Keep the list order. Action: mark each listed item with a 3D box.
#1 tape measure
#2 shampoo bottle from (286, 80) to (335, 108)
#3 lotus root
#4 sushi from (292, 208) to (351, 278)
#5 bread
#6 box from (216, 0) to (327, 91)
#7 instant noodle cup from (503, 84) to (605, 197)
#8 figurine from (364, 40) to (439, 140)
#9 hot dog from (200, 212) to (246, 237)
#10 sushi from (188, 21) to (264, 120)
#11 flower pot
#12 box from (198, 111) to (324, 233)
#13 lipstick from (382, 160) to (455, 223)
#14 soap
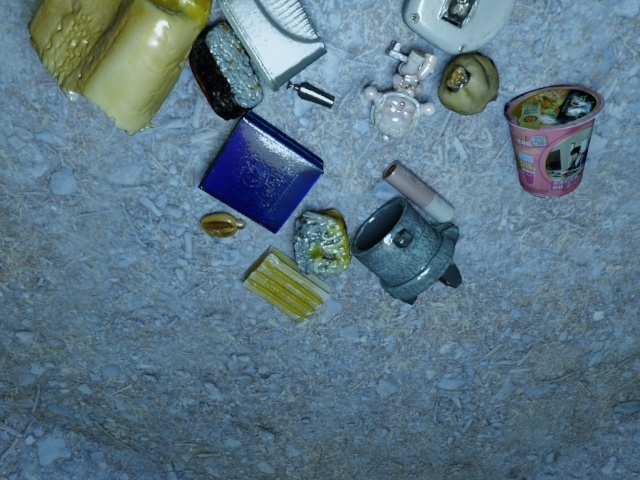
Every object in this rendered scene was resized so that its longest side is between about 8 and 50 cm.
[{"bbox_3d":[0.350,-0.597,1.046,0.258,0.130,0.265,14,121,-12],"label":"tape measure"},{"bbox_3d":[-0.027,-0.412,1.212,0.137,0.027,0.048,20,117,-12],"label":"shampoo bottle"},{"bbox_3d":[0.385,-0.410,1.126,0.140,0.256,0.155,38,114,23],"label":"lotus root"},{"bbox_3d":[0.000,0.000,1.400,0.184,0.139,0.274,-8,118,1],"label":"sushi"},{"bbox_3d":[-0.425,-0.495,1.005,0.394,0.250,0.361,-44,79,20],"label":"bread"},{"bbox_3d":[-0.117,-0.541,1.081,0.178,0.138,0.274,-28,120,9],"label":"box"},{"bbox_3d":[0.644,-0.265,1.209,0.243,0.244,0.255,-15,129,9],"label":"instant noodle cup"},{"bbox_3d":[0.211,-0.390,1.175,0.181,0.145,0.257,6,121,-28],"label":"figurine"},{"bbox_3d":[-0.318,-0.054,1.414,0.140,0.060,0.090,-4,126,9],"label":"hot dog"},{"bbox_3d":[-0.245,-0.436,1.117,0.126,0.136,0.225,-21,101,38],"label":"sushi"},{"bbox_3d":[0.286,0.032,1.345,0.299,0.299,0.283,-40,107,21],"label":"flower pot"},{"bbox_3d":[-0.175,-0.199,1.295,0.278,0.116,0.261,31,115,-19],"label":"box"},{"bbox_3d":[0.310,-0.147,1.353,0.254,0.070,0.070,34,115,-19],"label":"lipstick"},{"bbox_3d":[-0.120,0.160,1.526,0.274,0.089,0.173,37,115,-20],"label":"soap"}]
